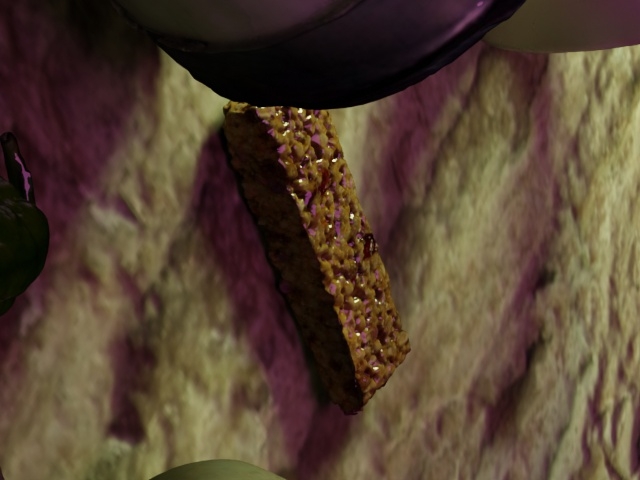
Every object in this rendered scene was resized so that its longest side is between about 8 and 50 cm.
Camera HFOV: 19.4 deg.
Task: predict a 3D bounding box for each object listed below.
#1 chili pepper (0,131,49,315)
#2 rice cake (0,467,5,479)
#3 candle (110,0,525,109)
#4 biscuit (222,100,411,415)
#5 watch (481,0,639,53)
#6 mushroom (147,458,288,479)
[{"bbox_3d":[-0.185,-0.015,0.684,0.257,0.074,0.100,29,23,-56],"label":"chili pepper"},{"bbox_3d":[-0.136,0.186,0.785,0.057,0.052,0.256,-21,112,-18],"label":"rice cake"},{"bbox_3d":[-0.052,-0.211,0.753,0.342,0.221,0.221,42,58,-45],"label":"candle"},{"bbox_3d":[0.000,0.000,1.000,0.064,0.034,0.199,-50,131,-43],"label":"biscuit"},{"bbox_3d":[0.208,-0.181,1.118,0.217,0.248,0.210,-36,121,-47],"label":"watch"},{"bbox_3d":[-0.052,0.164,0.845,0.117,0.141,0.188,58,9,-11],"label":"mushroom"}]
